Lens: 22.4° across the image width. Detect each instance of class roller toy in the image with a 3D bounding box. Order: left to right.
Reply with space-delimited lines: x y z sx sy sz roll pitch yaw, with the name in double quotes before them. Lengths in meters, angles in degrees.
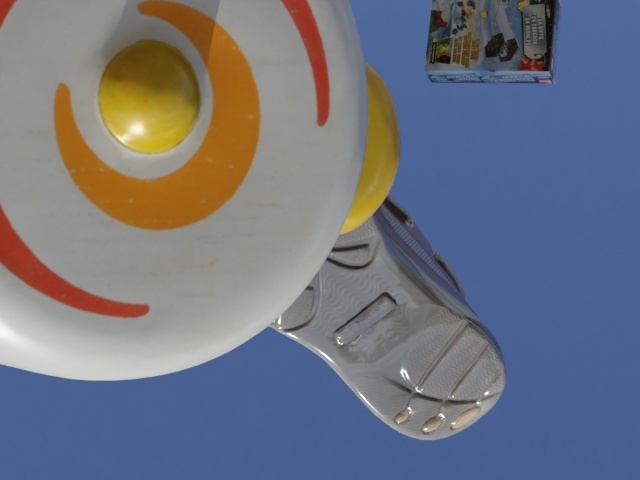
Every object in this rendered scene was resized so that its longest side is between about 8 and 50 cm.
"roller toy" -0.085 -0.047 0.574 0.191 0.209 0.146 -48 -155 -21

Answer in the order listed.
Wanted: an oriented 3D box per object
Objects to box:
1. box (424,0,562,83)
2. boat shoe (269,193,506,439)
"box" 0.130 -0.182 1.186 0.094 0.027 0.137 3 -105 19
"boat shoe" 0.000 0.000 1.088 0.123 0.324 0.116 -33 -154 13
